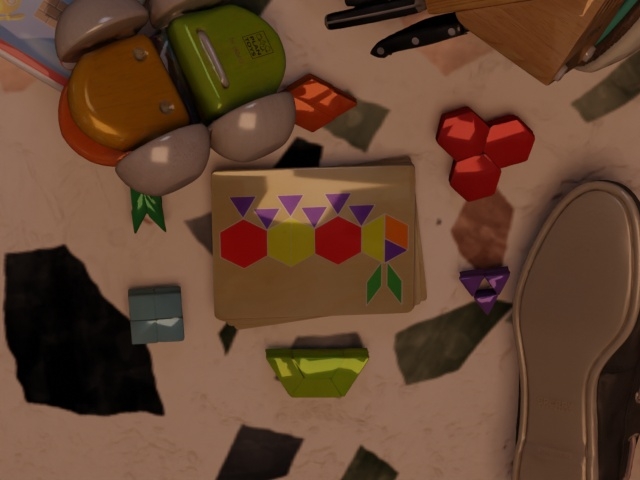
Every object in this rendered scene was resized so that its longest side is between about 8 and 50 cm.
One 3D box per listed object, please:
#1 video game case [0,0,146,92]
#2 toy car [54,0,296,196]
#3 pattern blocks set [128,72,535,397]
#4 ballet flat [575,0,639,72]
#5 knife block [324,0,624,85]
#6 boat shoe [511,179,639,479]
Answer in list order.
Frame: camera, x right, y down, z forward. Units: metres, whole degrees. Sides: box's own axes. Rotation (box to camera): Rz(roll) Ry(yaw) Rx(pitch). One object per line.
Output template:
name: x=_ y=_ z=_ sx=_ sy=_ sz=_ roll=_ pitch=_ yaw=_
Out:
video game case: x=-0.195 y=-0.272 z=1.453 sx=0.204 sy=0.025 sz=0.285 roll=31 pitch=108 yaw=-17
toy car: x=-0.117 y=-0.116 z=1.469 sx=0.182 sy=0.136 sz=0.159 roll=-23 pitch=83 yaw=-24
pattern blocks set: x=0.000 y=0.000 z=1.588 sx=0.325 sy=0.026 sz=0.285 roll=5 pitch=113 yaw=-8
ballet flat: x=0.302 y=-0.302 z=1.441 sx=0.139 sy=0.139 sz=0.400 roll=15 pitch=110 yaw=-11
knife block: x=0.121 y=-0.241 z=1.402 sx=0.242 sy=0.088 sz=0.275 roll=38 pitch=120 yaw=10
boat shoe: x=0.226 y=0.100 z=1.630 sx=0.112 sy=0.095 sz=0.335 roll=16 pitch=112 yaw=27
